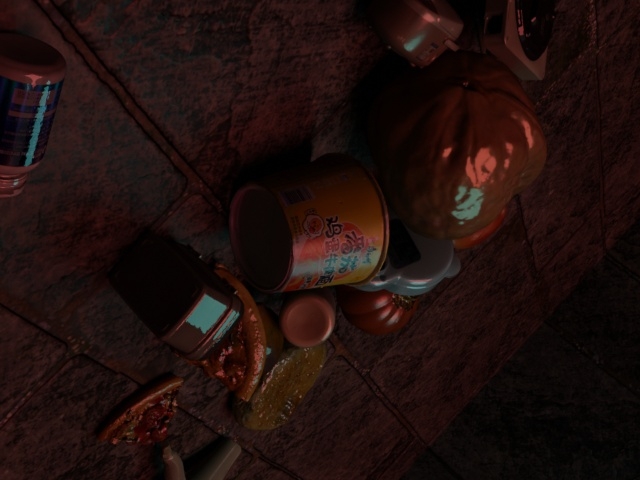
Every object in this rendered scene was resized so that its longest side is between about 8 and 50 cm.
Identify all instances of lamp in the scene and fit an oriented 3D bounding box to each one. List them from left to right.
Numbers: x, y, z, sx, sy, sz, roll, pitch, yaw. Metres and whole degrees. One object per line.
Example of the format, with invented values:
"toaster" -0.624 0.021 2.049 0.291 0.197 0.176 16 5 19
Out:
"lamp" 0.129 0.102 2.157 0.223 0.197 0.223 7 81 -50
"lamp" 0.155 0.020 2.001 0.284 0.209 0.147 -11 155 -46

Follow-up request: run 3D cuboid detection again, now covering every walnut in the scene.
"walnut" 0.258 -0.188 1.858 0.381 0.381 0.381 -35 149 -25

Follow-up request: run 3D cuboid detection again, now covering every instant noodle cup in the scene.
"instant noodle cup" -0.031 -0.020 1.740 0.200 0.264 0.264 -14 137 -36

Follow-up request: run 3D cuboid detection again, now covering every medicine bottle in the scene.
"medicine bottle" -0.391 -0.154 1.201 0.107 0.107 0.191 -12 135 -48
"medicine bottle" -0.024 0.142 1.999 0.114 0.114 0.252 -53 -177 7

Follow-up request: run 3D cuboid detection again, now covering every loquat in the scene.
"loquat" -0.146 0.200 1.949 0.152 0.152 0.195 -26 136 -36

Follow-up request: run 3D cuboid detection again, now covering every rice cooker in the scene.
"rice cooker" 0.164 -0.383 1.676 0.127 0.145 0.206 -43 157 14

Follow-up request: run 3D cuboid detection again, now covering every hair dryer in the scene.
"hair dryer" -0.277 0.517 2.178 0.296 0.119 0.298 -32 138 -55

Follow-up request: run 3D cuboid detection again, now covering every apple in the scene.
"apple" 0.338 -0.073 2.276 0.199 0.199 0.199 -35 149 -25

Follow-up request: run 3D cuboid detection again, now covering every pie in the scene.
"pie" -0.096 0.332 2.257 0.277 0.078 0.277 -38 147 -30

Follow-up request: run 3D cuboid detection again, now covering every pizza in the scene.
"pizza" -0.344 0.368 1.958 0.201 0.053 0.193 -42 151 -14
"pizza" -0.204 0.184 1.838 0.058 0.197 0.292 -82 166 -76

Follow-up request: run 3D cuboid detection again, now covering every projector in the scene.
"projector" 0.396 -0.465 1.855 0.259 0.079 0.257 15 81 -60

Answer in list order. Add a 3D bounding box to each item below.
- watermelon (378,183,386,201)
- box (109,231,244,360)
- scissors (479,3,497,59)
"watermelon" 0.178 -0.130 2.117 0.092 0.075 0.181 34 96 -18
"box" -0.241 0.091 1.610 0.148 0.210 0.129 -50 144 0
"scissors" 0.368 -0.431 2.036 0.088 0.017 0.220 -39 151 -20
